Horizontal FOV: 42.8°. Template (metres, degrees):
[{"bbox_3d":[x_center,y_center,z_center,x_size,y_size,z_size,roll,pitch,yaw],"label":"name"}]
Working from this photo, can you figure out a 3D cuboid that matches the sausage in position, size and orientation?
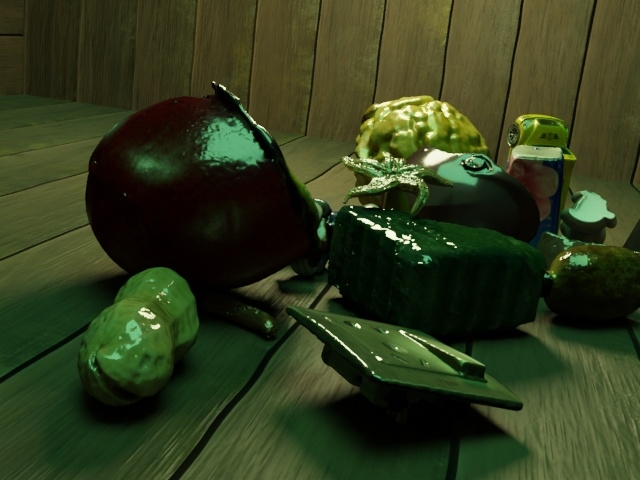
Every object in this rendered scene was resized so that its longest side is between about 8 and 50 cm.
[{"bbox_3d":[-0.126,0.120,1.313,0.158,0.042,0.036,20,-25,36],"label":"sausage"}]

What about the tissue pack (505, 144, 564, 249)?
[{"bbox_3d":[0.480,-0.075,1.877,0.137,0.270,0.209,6,16,16],"label":"tissue pack"}]

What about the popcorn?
[{"bbox_3d":[0.268,-0.200,2.109,0.353,0.344,0.390,4,8,13],"label":"popcorn"}]

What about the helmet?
[{"bbox_3d":[0.272,-0.046,1.747,0.338,0.271,0.197,26,49,29],"label":"helmet"}]

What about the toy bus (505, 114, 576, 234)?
[{"bbox_3d":[0.541,-0.142,2.043,0.144,0.330,0.152,2,18,-17],"label":"toy bus"}]

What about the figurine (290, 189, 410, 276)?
[{"bbox_3d":[0.000,0.000,1.679,0.338,0.205,0.283,4,16,43],"label":"figurine"}]

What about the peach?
[{"bbox_3d":[-0.193,-0.068,1.415,0.416,0.339,0.353,-5,49,24],"label":"peach"}]

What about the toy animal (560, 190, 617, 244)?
[{"bbox_3d":[0.611,-0.012,1.901,0.124,0.212,0.124,-5,52,7],"label":"toy animal"}]

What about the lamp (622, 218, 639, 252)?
[{"bbox_3d":[0.761,-0.006,1.731,0.374,0.272,0.205,9,13,9],"label":"lamp"}]

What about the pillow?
[{"bbox_3d":[0.544,0.062,1.688,0.232,0.126,0.043,15,-15,35],"label":"pillow"}]

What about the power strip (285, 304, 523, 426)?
[{"bbox_3d":[0.101,0.174,1.097,0.251,0.092,0.257,9,11,-30],"label":"power strip"}]

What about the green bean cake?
[{"bbox_3d":[0.200,0.054,1.459,0.307,0.169,0.300,-1,18,-29],"label":"green bean cake"}]

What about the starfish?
[{"bbox_3d":[0.137,-0.117,1.571,0.277,0.062,0.235,-14,33,-33],"label":"starfish"}]

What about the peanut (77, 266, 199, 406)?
[{"bbox_3d":[-0.235,0.125,1.075,0.130,0.130,0.290,8,17,4],"label":"peanut"}]

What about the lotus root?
[{"bbox_3d":[0.508,0.080,1.538,0.260,0.145,0.128,-1,13,-25],"label":"lotus root"}]
